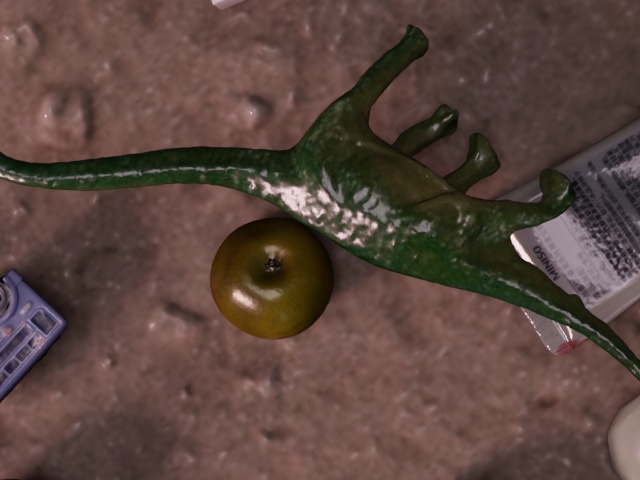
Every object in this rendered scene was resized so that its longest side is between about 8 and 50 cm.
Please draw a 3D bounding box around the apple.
[{"bbox_3d":[-0.034,0.026,1.134,0.090,0.074,0.089,0,71,-1],"label":"apple"}]

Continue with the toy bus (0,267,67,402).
[{"bbox_3d":[-0.260,0.100,1.137,0.076,0.073,0.167,42,75,-4],"label":"toy bus"}]

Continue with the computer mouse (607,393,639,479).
[{"bbox_3d":[0.284,0.114,1.115,0.089,0.056,0.181,44,95,-2],"label":"computer mouse"}]

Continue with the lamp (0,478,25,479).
[{"bbox_3d":[-0.244,0.253,1.165,0.091,0.091,0.163,32,111,4],"label":"lamp"}]

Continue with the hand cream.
[{"bbox_3d":[0.272,-0.058,1.113,0.341,0.078,0.124,-35,89,14],"label":"hand cream"}]

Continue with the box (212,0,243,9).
[{"bbox_3d":[-0.055,-0.256,1.141,0.100,0.048,0.152,-21,92,4],"label":"box"}]

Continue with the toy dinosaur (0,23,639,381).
[{"bbox_3d":[0.000,0.000,1.066,0.301,0.087,0.447,-37,72,-19],"label":"toy dinosaur"}]
